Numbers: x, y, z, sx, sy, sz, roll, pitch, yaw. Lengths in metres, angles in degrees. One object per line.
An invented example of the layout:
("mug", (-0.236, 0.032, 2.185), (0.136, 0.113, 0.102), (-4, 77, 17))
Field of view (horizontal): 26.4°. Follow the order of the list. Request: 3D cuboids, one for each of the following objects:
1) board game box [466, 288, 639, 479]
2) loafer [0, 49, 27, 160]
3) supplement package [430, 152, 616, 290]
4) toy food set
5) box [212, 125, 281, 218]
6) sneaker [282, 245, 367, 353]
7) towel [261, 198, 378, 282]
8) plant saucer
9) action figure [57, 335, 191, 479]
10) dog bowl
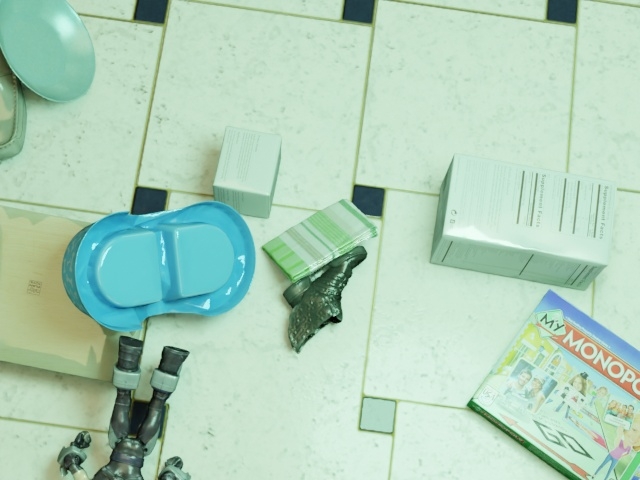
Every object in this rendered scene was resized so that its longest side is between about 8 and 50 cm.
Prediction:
("board game box", (0.403, 0.246, 1.983), (0.317, 0.046, 0.213), (35, 73, 9))
("loafer", (-0.521, -0.273, 2.073), (0.112, 0.111, 0.319), (-17, 72, -9))
("supplement package", (0.299, -0.026, 2.023), (0.244, 0.139, 0.133), (10, 71, -1))
("toy food set", (-0.407, 0.075, 1.981), (0.306, 0.092, 0.219), (11, 82, 2))
("box", (-0.109, -0.101, 2.044), (0.087, 0.102, 0.101), (10, 70, 2))
("sneaker", (0.013, 0.085, 2.015), (0.170, 0.051, 0.089), (-31, 75, -9))
("towel", (0.000, 0.000, 2.032), (0.152, 0.023, 0.113), (-30, 36, -11))
("plant saucer", (-0.428, -0.296, 2.082), (0.037, 0.195, 0.195), (-20, 67, 34))
("action figure", (-0.262, 0.281, 1.896), (0.185, 0.099, 0.285), (15, 88, -11))
("dog bowl", (-0.231, 0.034, 1.934), (0.297, 0.074, 0.165), (-9, 95, -38))
